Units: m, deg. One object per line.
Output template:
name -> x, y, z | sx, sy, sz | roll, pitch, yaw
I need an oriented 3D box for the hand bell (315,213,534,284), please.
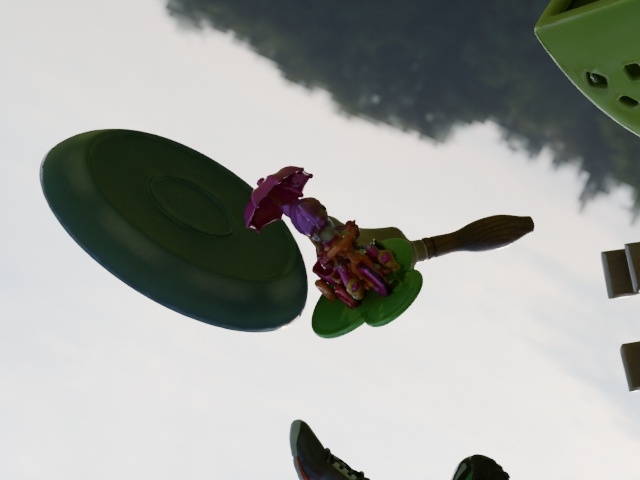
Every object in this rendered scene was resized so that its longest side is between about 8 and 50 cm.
hand bell -> 0.128, 0.009, 2.071 | 0.242, 0.126, 0.126 | -12, -155, -17

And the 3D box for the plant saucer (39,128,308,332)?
plant saucer -> -0.142, -0.024, 1.942 | 0.317, 0.044, 0.317 | 28, -155, -14

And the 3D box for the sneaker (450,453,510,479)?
sneaker -> 0.137, 0.416, 2.317 | 0.134, 0.344, 0.146 | 1, -155, -46

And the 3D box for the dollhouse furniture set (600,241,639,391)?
dollhouse furniture set -> 0.602, 0.151, 2.437 | 0.256, 0.394, 0.362 | -7, 172, -25

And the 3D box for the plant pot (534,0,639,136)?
plant pot -> 0.364, -0.191, 1.636 | 0.228, 0.227, 0.207 | -16, 116, 45

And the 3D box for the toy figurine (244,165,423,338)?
toy figurine -> 0.000, 0.000, 1.787 | 0.159, 0.130, 0.173 | 45, 169, -22

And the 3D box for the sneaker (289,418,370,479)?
sneaker -> 0.019, 0.250, 1.971 | 0.158, 0.065, 0.061 | 63, -164, -20
